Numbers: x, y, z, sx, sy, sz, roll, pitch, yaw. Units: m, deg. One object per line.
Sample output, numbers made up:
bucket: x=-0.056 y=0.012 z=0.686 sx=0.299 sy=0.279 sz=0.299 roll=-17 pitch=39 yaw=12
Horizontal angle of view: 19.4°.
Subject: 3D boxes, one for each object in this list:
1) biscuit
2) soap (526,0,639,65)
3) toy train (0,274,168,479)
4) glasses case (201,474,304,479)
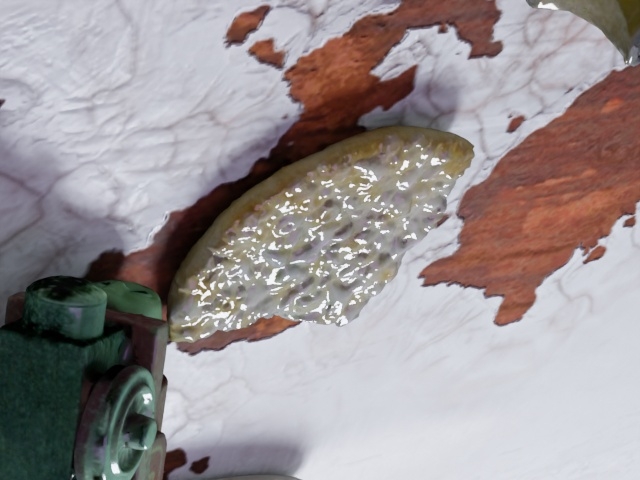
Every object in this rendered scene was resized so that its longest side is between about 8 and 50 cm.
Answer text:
biscuit: x=0.000 y=0.000 z=1.383 sx=0.265 sy=0.040 sz=0.188 roll=-29 pitch=145 yaw=-7
soap: x=0.291 y=-0.303 z=1.161 sx=0.304 sy=0.169 sz=0.338 roll=-28 pitch=146 yaw=-29
toy train: x=-0.170 y=0.162 z=1.283 sx=0.221 sy=0.150 sz=0.304 roll=-29 pitch=131 yaw=-70
glasses case: x=-0.074 y=0.237 z=1.567 sx=0.204 sy=0.081 sz=0.051 roll=0 pitch=130 yaw=-39
